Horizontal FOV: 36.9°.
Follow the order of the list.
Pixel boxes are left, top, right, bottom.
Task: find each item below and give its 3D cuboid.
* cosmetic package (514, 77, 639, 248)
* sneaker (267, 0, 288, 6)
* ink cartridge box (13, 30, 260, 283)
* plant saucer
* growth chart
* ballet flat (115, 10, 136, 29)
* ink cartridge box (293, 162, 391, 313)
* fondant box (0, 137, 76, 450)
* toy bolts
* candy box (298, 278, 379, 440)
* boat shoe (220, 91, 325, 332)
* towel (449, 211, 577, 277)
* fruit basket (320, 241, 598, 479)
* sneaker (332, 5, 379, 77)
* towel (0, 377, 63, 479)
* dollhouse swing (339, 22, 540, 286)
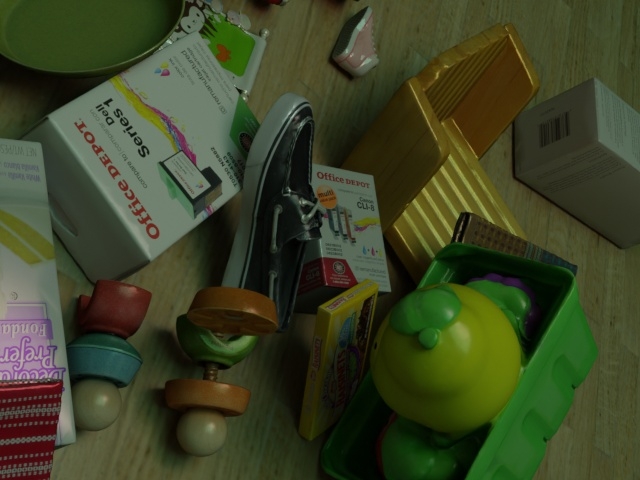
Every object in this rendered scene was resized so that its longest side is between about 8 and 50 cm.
[{"bbox_3d":[0.566,-0.138,1.875,0.366,0.197,0.155,27,54,-35],"label":"cosmetic package"},{"bbox_3d":[-0.111,-0.481,1.468,0.118,0.107,0.279,-9,75,-27],"label":"sneaker"},{"bbox_3d":[-0.209,-0.104,1.173,0.201,0.117,0.278,56,44,-10],"label":"ink cartridge box"},{"bbox_3d":[-0.282,-0.269,1.151,0.241,0.037,0.241,1,51,-1],"label":"plant saucer"},{"bbox_3d":[-0.177,-0.294,1.352,0.237,0.021,0.172,24,57,-31],"label":"growth chart"},{"bbox_3d":[-0.228,-0.281,1.238,0.068,0.072,0.213,46,48,-28],"label":"ballet flat"},{"bbox_3d":[0.000,0.000,1.320,0.128,0.127,0.176,8,66,-41],"label":"ink cartridge box"},{"bbox_3d":[-0.386,0.057,0.951,0.238,0.096,0.330,3,72,-43],"label":"fondant box"},{"bbox_3d":[-0.168,0.144,1.063,0.229,0.218,0.158,14,68,-19],"label":"toy bolts"},{"bbox_3d":[0.023,0.157,1.255,0.105,0.027,0.205,-25,133,-44],"label":"candy box"},{"bbox_3d":[-0.042,-0.030,1.199,0.108,0.102,0.301,-8,115,-65],"label":"boat shoe"},{"bbox_3d":[0.245,0.171,1.440,0.271,0.040,0.370,23,82,-35],"label":"towel"},{"bbox_3d":[0.152,0.161,1.194,0.392,0.283,0.392,-8,104,-35],"label":"fruit basket"},{"bbox_3d":[0.069,-0.323,1.585,0.070,0.051,0.134,42,52,-25],"label":"sneaker"},{"bbox_3d":[-0.339,0.262,0.867,0.199,0.031,0.274,4,98,-44],"label":"towel"},{"bbox_3d":[0.253,-0.104,1.509,0.305,0.315,0.347,46,43,9],"label":"dollhouse swing"}]
